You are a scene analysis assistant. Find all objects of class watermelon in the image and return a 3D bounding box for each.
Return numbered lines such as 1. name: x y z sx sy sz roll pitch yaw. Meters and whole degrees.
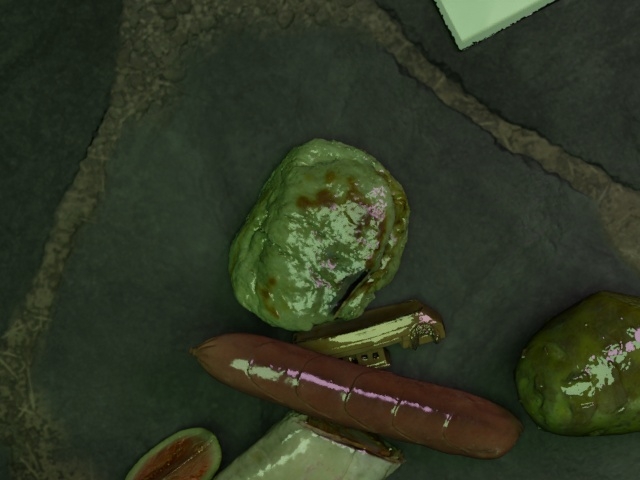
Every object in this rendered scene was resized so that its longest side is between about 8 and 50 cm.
1. watermelon: -0.193 0.284 1.752 0.163 0.087 0.069 -34 60 2

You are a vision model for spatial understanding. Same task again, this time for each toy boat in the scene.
1. toy boat: 0.054 0.130 1.737 0.206 0.064 0.072 -15 111 7

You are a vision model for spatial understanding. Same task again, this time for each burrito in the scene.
1. burrito: -0.053 0.310 1.728 0.299 0.105 0.143 -38 100 3

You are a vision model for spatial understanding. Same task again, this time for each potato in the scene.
1. potato: 0.379 0.143 1.683 0.298 0.141 0.176 -15 107 -5

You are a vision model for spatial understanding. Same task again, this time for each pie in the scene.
1. pie: 0.000 0.000 1.714 0.201 0.090 0.248 31 94 8

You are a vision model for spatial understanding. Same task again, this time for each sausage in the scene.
1. sausage: 0.049 0.190 1.692 0.433 0.088 0.088 16 93 -10

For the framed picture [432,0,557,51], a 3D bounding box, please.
1. framed picture: 0.206 -0.433 1.726 0.244 0.013 0.324 -28 90 4
